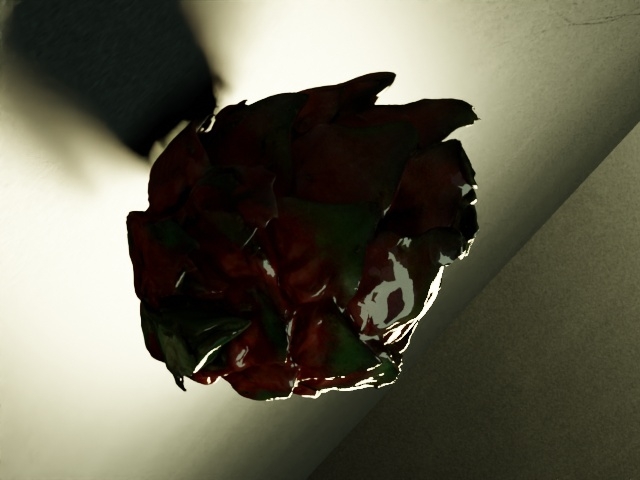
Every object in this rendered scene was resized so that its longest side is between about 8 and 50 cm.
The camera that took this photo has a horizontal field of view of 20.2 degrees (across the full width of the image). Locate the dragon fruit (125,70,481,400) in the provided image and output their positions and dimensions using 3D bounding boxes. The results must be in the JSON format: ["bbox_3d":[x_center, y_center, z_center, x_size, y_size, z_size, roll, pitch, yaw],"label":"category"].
[{"bbox_3d":[-0.009,0.001,0.957,0.188,0.182,0.182,6,149,-19],"label":"dragon fruit"}]
